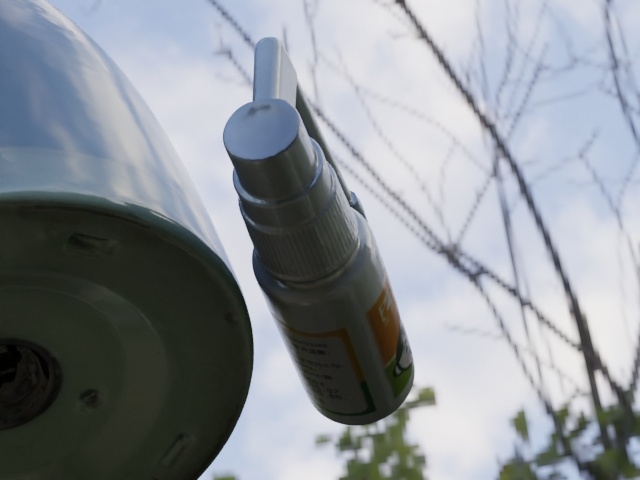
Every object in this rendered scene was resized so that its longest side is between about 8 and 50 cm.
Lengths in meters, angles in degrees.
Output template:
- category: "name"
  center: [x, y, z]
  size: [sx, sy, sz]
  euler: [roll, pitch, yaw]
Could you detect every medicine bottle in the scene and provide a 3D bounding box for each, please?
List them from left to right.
- category: "medicine bottle"
  center: [0.000, 0.000, 0.873]
  size: [0.061, 0.092, 0.221]
  euler: [-4, -35, 12]

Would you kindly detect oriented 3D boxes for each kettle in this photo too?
- category: "kettle"
  center: [-0.203, -0.054, 0.934]
  size: [0.247, 0.342, 0.319]
  euler: [-19, -46, -5]
